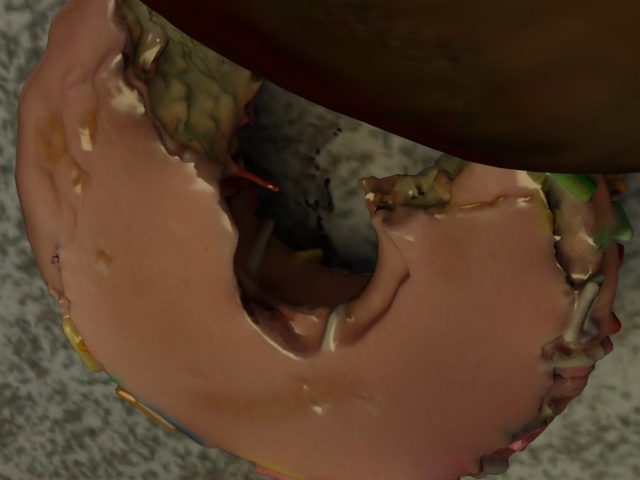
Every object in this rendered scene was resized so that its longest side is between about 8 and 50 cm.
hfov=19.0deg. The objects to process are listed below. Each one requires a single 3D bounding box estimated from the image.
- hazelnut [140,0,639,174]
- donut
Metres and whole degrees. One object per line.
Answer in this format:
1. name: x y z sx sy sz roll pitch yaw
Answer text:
1. hazelnut: 0.068 -0.216 0.377 0.359 0.359 0.409 32 122 3
2. donut: 0.000 0.000 0.710 0.233 0.085 0.199 19 127 13
